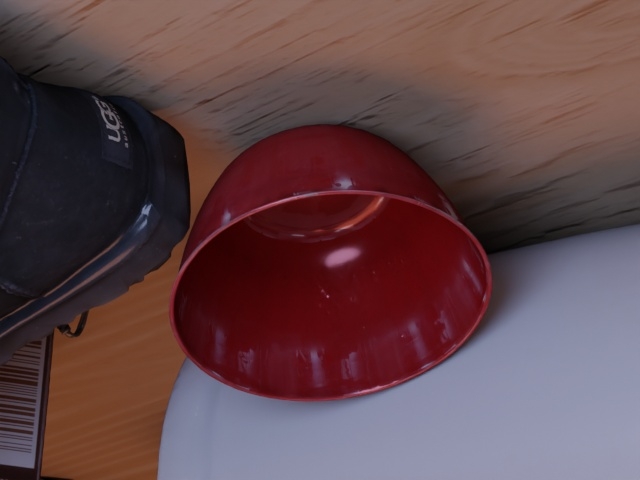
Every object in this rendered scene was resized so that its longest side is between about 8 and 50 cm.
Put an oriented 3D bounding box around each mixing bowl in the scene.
[{"bbox_3d":[0.000,0.000,1.140,0.181,0.098,0.181,-5,138,-5],"label":"mixing bowl"}]

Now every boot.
[{"bbox_3d":[-0.331,-0.024,0.999,0.367,0.146,0.445,-36,148,18],"label":"boot"}]

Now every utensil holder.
[{"bbox_3d":[0.146,0.157,1.276,0.385,0.328,0.327,-15,153,33],"label":"utensil holder"}]

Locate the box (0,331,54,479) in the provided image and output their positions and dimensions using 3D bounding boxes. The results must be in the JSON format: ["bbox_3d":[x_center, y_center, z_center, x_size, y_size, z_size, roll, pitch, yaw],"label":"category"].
[{"bbox_3d":[-0.298,0.126,1.458,0.167,0.168,0.203,8,158,-17],"label":"box"}]

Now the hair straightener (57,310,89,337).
[{"bbox_3d":[-0.200,0.013,1.307,0.089,0.047,0.230,-6,152,21],"label":"hair straightener"}]

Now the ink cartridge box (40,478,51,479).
[{"bbox_3d":[-0.336,0.412,2.033,0.129,0.307,0.223,7,160,-11],"label":"ink cartridge box"}]
